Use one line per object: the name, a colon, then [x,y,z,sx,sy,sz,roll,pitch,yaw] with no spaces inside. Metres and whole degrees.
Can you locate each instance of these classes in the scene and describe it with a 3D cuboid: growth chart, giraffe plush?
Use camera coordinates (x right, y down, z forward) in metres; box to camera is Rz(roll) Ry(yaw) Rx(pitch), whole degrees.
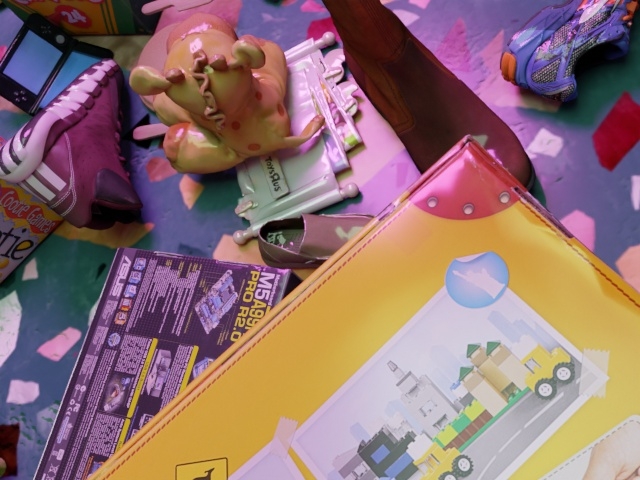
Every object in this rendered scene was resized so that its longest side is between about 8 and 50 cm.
growth chart: [-0.032,-0.123,0.983,0.171,0.021,0.237,-17,60,14]
giraffe plush: [-0.111,-0.160,0.915,0.181,0.170,0.210,-39,60,0]

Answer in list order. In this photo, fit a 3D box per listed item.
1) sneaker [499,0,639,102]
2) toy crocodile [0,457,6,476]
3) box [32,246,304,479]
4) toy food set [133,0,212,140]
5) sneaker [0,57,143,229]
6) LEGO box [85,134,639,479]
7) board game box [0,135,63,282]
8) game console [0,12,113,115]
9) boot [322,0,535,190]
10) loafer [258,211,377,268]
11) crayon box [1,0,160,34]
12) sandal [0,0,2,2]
sneaker: [0.284,-0.222,0.871,0.221,0.083,0.087,-47,67,5]
toy crocodile: [-0.486,0.190,0.970,0.340,0.115,0.105,13,71,28]
box: [-0.148,0.149,0.878,0.216,0.060,0.270,6,69,25]
toy food set: [-0.171,-0.212,1.083,0.132,0.038,0.192,-5,75,27]
sneaker: [-0.264,-0.099,1.031,0.106,0.162,0.281,-33,20,27]
LEGO box: [0.054,0.240,0.588,0.500,0.193,0.372,-42,57,1]
board game box: [-0.463,-0.005,1.038,0.275,0.144,0.142,-47,58,-2]
game console: [-0.354,-0.226,1.146,0.071,0.107,0.122,4,63,56]
boot: [0.080,-0.174,0.804,0.096,0.280,0.264,-34,57,5]
loafer: [0.000,0.000,0.891,0.147,0.050,0.056,-9,63,19]
crayon box: [-0.356,-0.375,1.069,0.202,0.318,0.081,6,68,26]
sandal: [-0.536,-0.499,1.319,0.126,0.138,0.317,-33,55,8]
